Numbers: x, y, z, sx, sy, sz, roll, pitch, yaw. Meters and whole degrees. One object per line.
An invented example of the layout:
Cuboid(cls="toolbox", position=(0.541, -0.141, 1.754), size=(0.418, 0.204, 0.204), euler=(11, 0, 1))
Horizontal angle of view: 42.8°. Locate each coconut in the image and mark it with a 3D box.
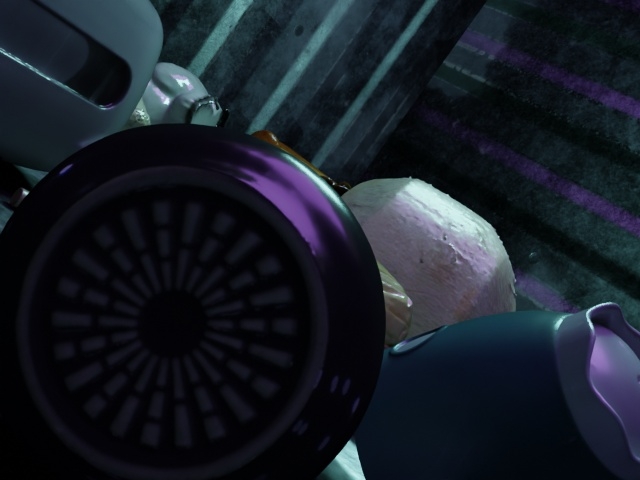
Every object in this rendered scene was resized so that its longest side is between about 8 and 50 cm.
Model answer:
Cuboid(cls="coconut", position=(0.094, 0.067, 0.889), size=(0.247, 0.245, 0.245), euler=(40, 4, 8))

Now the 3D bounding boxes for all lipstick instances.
Cuboid(cls="lipstick", position=(-0.225, -0.018, 0.712), size=(0.094, 0.019, 0.019), euler=(32, 5, -42))

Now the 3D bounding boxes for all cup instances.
Cuboid(cls="cup", position=(0.139, 0.123, 0.550), size=(0.300, 0.173, 0.167), euler=(-28, 88, -53))
Cuboid(cls="cup", position=(-0.083, 0.034, 0.394), size=(0.223, 0.169, 0.176), euler=(5, -1, 2))

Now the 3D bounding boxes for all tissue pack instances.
Cuboid(cls="tissue pack", position=(-0.294, -0.197, 0.700), size=(0.236, 0.229, 0.333), euler=(35, 3, 28))

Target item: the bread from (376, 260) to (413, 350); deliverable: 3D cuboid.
Cuboid(cls="bread", position=(-0.026, 0.050, 0.702), size=(0.106, 0.140, 0.236), euler=(30, 1, -31))

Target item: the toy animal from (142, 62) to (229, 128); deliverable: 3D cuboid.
Cuboid(cls="toy animal", position=(-0.373, -0.274, 1.532), size=(0.358, 0.193, 0.258), euler=(28, 13, 5))

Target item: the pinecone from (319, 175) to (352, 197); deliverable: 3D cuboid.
Cuboid(cls="pinecone", position=(0.000, 0.000, 1.339), size=(0.208, 0.207, 0.208), euler=(35, 4, -3))

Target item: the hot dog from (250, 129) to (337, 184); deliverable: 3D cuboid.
Cuboid(cls="hot dog", position=(-0.088, -0.093, 1.626), size=(0.223, 0.185, 0.405), euler=(36, 3, -17))

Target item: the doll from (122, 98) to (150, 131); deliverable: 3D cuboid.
Cuboid(cls="doll", position=(-0.329, -0.195, 1.251), size=(0.175, 0.149, 0.278), euler=(3, -7, -5))
